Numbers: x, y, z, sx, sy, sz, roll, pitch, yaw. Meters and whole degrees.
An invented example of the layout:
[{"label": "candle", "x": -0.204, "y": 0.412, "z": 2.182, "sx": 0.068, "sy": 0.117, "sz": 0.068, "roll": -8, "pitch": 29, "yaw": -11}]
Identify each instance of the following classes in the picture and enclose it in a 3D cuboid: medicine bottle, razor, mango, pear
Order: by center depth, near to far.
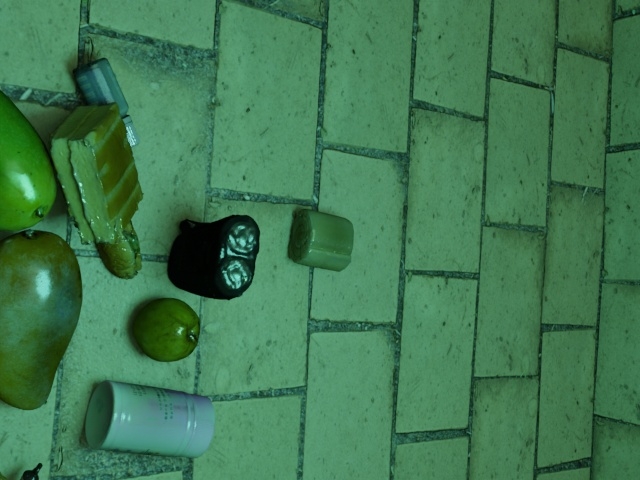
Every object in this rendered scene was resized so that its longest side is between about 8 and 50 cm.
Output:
[{"label": "mango", "x": -0.665, "y": -0.185, "z": 1.528, "sx": 0.201, "sy": 0.225, "sz": 0.382, "roll": -40, "pitch": 94, "yaw": -34}, {"label": "mango", "x": -0.594, "y": 0.159, "z": 1.588, "sx": 0.221, "sy": 0.199, "sz": 0.383, "roll": -17, "pitch": 117, "yaw": -57}, {"label": "medicine bottle", "x": -0.470, "y": -0.298, "z": 1.746, "sx": 0.083, "sy": 0.083, "sz": 0.203, "roll": -32, "pitch": 108, "yaw": -32}, {"label": "razor", "x": -0.240, "y": 0.037, "z": 1.777, "sx": 0.107, "sy": 0.327, "sz": 0.189, "roll": 15, "pitch": 82, "yaw": -29}, {"label": "medicine bottle", "x": -0.382, "y": 0.408, "z": 1.781, "sx": 0.254, "sy": 0.152, "sz": 0.152, "roll": 18, "pitch": 80, "yaw": -35}, {"label": "pear", "x": -0.347, "y": 0.205, "z": 1.804, "sx": 0.149, "sy": 0.162, "sz": 0.148, "roll": -6, "pitch": 98, "yaw": -47}]

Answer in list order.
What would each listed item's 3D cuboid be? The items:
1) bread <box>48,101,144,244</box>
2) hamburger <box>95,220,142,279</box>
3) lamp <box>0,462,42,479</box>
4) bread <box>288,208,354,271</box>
[{"label": "bread", "x": -0.463, "y": -0.140, "z": 1.640, "sx": 0.111, "sy": 0.246, "sz": 0.239, "roll": -8, "pitch": 115, "yaw": 5}, {"label": "hamburger", "x": -0.450, "y": 0.009, "z": 1.758, "sx": 0.087, "sy": 0.102, "sz": 0.176, "roll": -19, "pitch": 102, "yaw": -23}, {"label": "lamp", "x": -0.668, "y": 0.556, "z": 1.591, "sx": 0.118, "sy": 0.118, "sz": 0.253, "roll": 32, "pitch": 78, "yaw": -33}, {"label": "bread", "x": 0.000, "y": 0.000, "z": 2.072, "sx": 0.141, "sy": 0.134, "sz": 0.148, "roll": 13, "pitch": 71, "yaw": -32}]
